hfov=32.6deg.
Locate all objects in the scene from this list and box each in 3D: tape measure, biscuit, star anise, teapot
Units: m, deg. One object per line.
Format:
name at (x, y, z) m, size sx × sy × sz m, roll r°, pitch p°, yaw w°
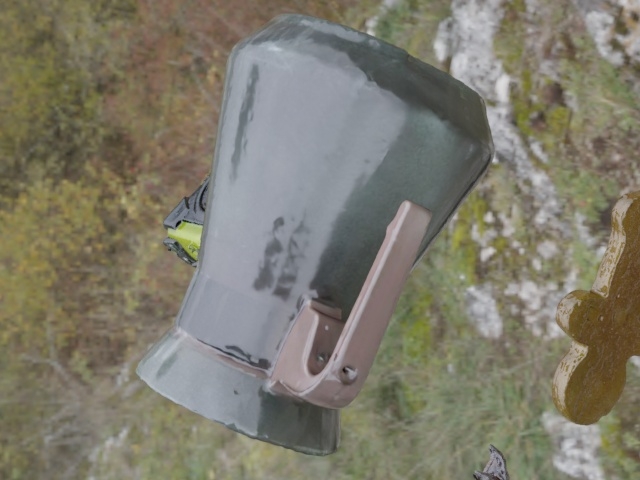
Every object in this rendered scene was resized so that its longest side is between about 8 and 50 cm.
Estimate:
tape measure at (-0.085, -0.034, 1.356) m, size 0.199 × 0.112 × 0.186 m, roll -53°, pitch 30°, yaw -14°
biscuit at (0.363, 0.084, 1.342) m, size 0.049 × 0.196 × 0.302 m, roll 31°, pitch 103°, yaw 56°
star anise at (0.191, 0.308, 1.272) m, size 0.042 × 0.141 × 0.141 m, roll 22°, pitch 107°, yaw 22°
teapot at (0.000, 0.000, 0.963) m, size 0.344 × 0.253 × 0.300 m, roll -69°, pitch 23°, yaw 0°
